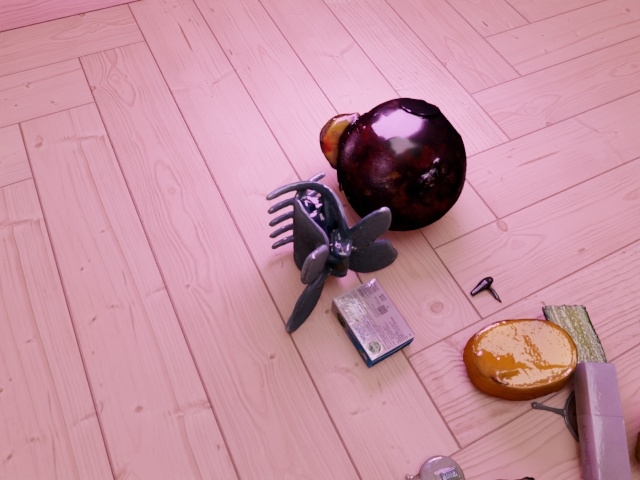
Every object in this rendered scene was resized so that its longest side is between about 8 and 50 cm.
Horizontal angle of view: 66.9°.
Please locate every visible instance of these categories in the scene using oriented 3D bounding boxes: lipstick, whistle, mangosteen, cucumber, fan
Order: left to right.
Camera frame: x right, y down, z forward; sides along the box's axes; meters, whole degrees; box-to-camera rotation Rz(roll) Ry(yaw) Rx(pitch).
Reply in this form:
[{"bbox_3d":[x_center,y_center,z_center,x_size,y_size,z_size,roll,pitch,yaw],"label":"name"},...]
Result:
[{"bbox_3d":[0.210,-0.234,1.385,0.381,0.381,0.421,-26,60,-18],"label":"mangosteen"},{"bbox_3d":[0.232,0.556,1.098,0.198,0.057,0.104,-13,50,-9],"label":"whistle"},{"bbox_3d":[0.643,0.441,1.224,0.220,0.009,0.132,12,57,2],"label":"fan"},{"bbox_3d":[0.677,0.288,1.285,0.115,0.063,0.244,-9,62,-1],"label":"cucumber"},{"bbox_3d":[0.659,0.477,1.132,0.080,0.076,0.371,4,68,3],"label":"lipstick"}]

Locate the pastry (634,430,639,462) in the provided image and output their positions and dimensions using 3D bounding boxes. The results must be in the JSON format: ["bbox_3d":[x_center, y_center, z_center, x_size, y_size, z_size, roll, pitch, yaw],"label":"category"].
[{"bbox_3d":[0.814,0.461,1.122,0.103,0.188,0.189,22,59,24],"label":"pastry"}]

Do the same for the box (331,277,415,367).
[{"bbox_3d":[0.136,0.216,1.286,0.139,0.073,0.194,-25,64,-17],"label":"box"}]

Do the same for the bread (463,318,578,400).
[{"bbox_3d":[0.500,0.296,1.218,0.270,0.142,0.195,-8,60,5],"label":"bread"}]

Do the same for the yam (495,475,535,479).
[{"bbox_3d":[0.432,0.568,1.068,0.084,0.127,0.084,4,62,-7],"label":"yam"}]

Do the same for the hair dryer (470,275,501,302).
[{"bbox_3d":[0.478,0.151,1.379,0.079,0.031,0.083,-37,76,-11],"label":"hair dryer"}]

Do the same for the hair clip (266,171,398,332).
[{"bbox_3d":[0.000,0.000,1.273,0.392,0.318,0.238,-33,64,-19],"label":"hair clip"}]
